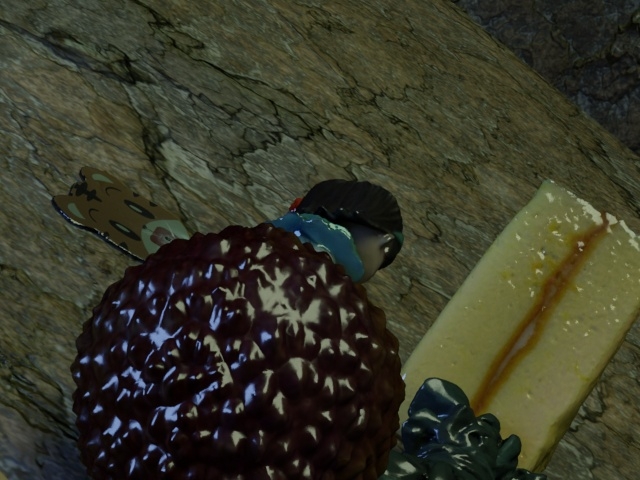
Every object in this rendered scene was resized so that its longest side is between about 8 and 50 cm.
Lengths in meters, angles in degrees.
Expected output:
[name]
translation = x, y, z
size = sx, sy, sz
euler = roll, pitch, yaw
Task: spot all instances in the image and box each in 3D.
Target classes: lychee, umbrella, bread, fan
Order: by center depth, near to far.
[lychee]
translation = -0.062, 0.129, 1.221
size = 0.271, 0.271, 0.271
euler = 30, 20, -12
[umbrella]
translation = 0.092, 0.220, 1.436
size = 0.143, 0.094, 0.349
euler = 30, 22, 13
[bread]
translation = 0.192, 0.091, 1.648
size = 0.168, 0.264, 0.163
euler = 32, 17, 12
[fan]
translation = -0.150, 0.001, 1.689
size = 0.227, 0.008, 0.152
euler = 31, 19, -5

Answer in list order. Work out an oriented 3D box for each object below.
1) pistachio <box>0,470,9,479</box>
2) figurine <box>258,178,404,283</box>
[pistachio]
translation = -0.199, 0.209, 0.829
size = 0.318, 0.193, 0.214
euler = 43, -18, 29
[figurine]
translation = 0.000, 0.000, 1.788
size = 0.138, 0.110, 0.245
euler = 18, 18, 14
